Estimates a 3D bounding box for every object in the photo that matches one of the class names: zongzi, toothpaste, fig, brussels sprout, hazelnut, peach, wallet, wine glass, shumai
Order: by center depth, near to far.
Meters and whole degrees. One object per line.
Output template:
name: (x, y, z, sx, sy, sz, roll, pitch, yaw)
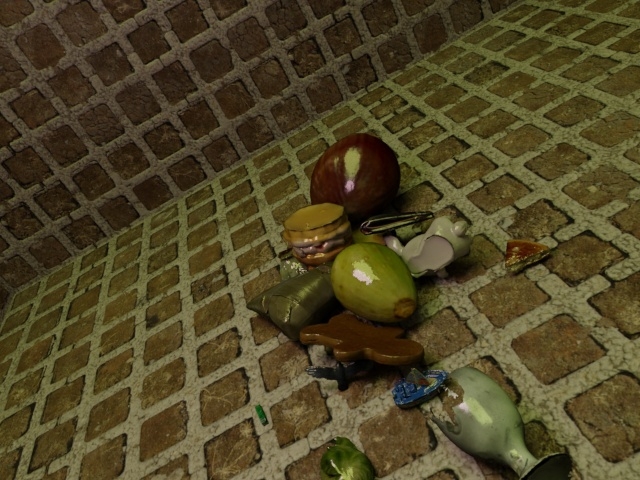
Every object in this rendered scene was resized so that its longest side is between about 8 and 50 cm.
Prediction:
wine glass: (0.409, 0.455, 1.309, 0.190, 0.190, 0.357, -35, 35, -8)
brussels sprout: (0.071, 0.607, 1.465, 0.139, 0.100, 0.181, -13, 19, -9)
toothpaste: (-0.190, 0.564, 1.805, 0.020, 0.017, 0.083, -36, 32, -4)
fig: (0.187, 0.154, 1.852, 0.258, 0.258, 0.326, -37, 45, -11)
wallet: (0.280, -0.073, 2.039, 0.262, 0.071, 0.221, -10, -1, 9)
zongzi: (-0.073, 0.190, 2.107, 0.356, 0.174, 0.393, -37, 23, -22)
peach: (0.189, 0.007, 2.226, 0.279, 0.068, 0.189, 14, 60, 46)
shumai: (-0.094, 0.095, 2.266, 0.184, 0.142, 0.184, -24, 31, 16)
hazelnut: (0.142, -0.239, 2.354, 0.421, 0.353, 0.420, -19, 50, 24)

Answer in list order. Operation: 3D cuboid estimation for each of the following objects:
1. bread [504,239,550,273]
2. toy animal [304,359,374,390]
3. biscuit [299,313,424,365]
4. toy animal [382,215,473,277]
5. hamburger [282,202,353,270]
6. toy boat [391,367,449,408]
bread: (0.646, 0.039, 1.814, 0.154, 0.054, 0.136, -24, 33, 0)
toy animal: (0.061, 0.407, 1.735, 0.220, 0.107, 0.062, -5, 29, 1)
biscuit: (0.136, 0.326, 1.735, 0.283, 0.064, 0.432, -12, 15, -42)
toy animal: (0.362, 0.032, 1.915, 0.325, 0.208, 0.154, -10, 15, 35)
hamburger: (0.000, 0.000, 2.171, 0.277, 0.236, 0.276, -12, 23, 5)
toy boat: (0.276, 0.398, 1.566, 0.175, 0.110, 0.091, -24, 33, 8)
